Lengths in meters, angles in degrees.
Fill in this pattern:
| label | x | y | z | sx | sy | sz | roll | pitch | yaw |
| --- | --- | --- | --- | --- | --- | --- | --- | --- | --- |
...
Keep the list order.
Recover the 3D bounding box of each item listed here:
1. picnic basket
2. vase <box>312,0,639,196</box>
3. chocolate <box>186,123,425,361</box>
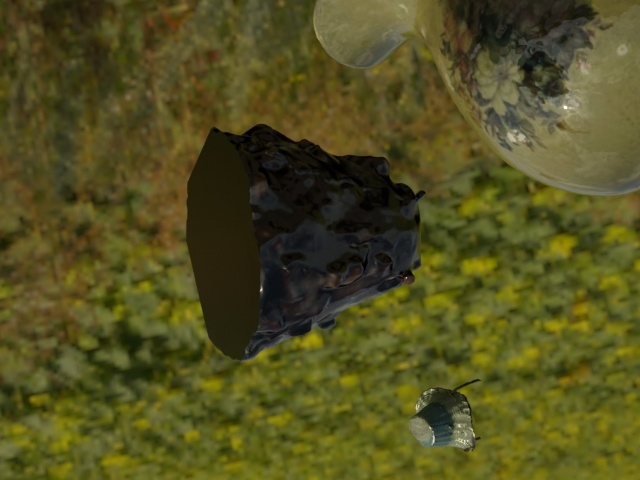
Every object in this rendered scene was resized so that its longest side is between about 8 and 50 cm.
| label | x | y | z | sx | sy | sz | roll | pitch | yaw |
| --- | --- | --- | --- | --- | --- | --- | --- | --- | --- |
| picnic basket | 0.128 | 0.177 | 1.406 | 0.083 | 0.065 | 0.083 | -19 | -162 | -37 |
| vase | 0.179 | -0.219 | 1.080 | 0.241 | 0.302 | 0.329 | -31 | 147 | -45 |
| chocolate | 0.000 | 0.000 | 0.903 | 0.133 | 0.156 | 0.156 | -4 | 164 | -20 |
